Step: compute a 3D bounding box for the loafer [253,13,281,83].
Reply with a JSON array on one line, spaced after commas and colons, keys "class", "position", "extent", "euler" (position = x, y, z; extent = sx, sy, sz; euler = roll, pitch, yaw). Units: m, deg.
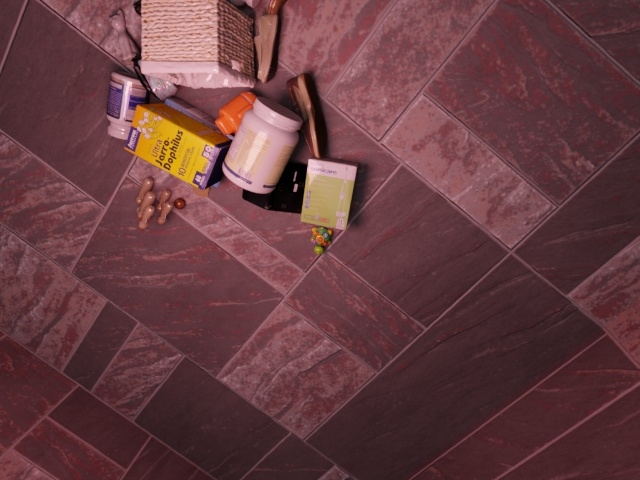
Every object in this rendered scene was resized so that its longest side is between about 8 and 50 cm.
[{"class": "loafer", "position": [-0.222, -0.774, 1.659], "extent": [0.092, 0.102, 0.268], "euler": [13, 102, 6]}]

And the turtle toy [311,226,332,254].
[{"class": "turtle toy", "position": [0.000, 0.000, 1.911], "extent": [0.095, 0.066, 0.130], "euler": [9, 111, 6]}]

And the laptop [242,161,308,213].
[{"class": "laptop", "position": [-0.204, -0.264, 1.880], "extent": [0.265, 0.136, 0.234], "euler": [5, 113, -20]}]

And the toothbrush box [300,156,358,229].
[{"class": "toothbrush box", "position": [0.040, -0.210, 1.800], "extent": [0.207, 0.122, 0.282], "euler": [10, 112, 6]}]

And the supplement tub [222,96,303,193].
[{"class": "supplement tub", "position": [-0.229, -0.377, 1.646], "extent": [0.236, 0.235, 0.324], "euler": [30, 113, -2]}]

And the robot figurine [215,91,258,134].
[{"class": "robot figurine", "position": [-0.331, -0.531, 1.714], "extent": [0.219, 0.158, 0.128], "euler": [-42, 78, -13]}]

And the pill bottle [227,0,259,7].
[{"class": "pill bottle", "position": [-0.354, -1.000, 1.569], "extent": [0.264, 0.146, 0.146], "euler": [30, 111, -2]}]

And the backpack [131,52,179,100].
[{"class": "backpack", "position": [-0.680, -0.682, 1.721], "extent": [0.115, 0.152, 0.181], "euler": [-28, 86, 14]}]

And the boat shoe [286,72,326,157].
[{"class": "boat shoe", "position": [-0.066, -0.510, 1.721], "extent": [0.123, 0.123, 0.341], "euler": [-6, 109, 26]}]

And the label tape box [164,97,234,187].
[{"class": "label tape box", "position": [-0.548, -0.432, 1.826], "extent": [0.348, 0.115, 0.249], "euler": [29, 112, -4]}]

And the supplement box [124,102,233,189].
[{"class": "supplement box", "position": [-0.564, -0.387, 1.680], "extent": [0.357, 0.195, 0.194], "euler": [28, 112, -2]}]

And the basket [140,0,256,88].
[{"class": "basket", "position": [-0.457, -0.740, 1.572], "extent": [0.332, 0.328, 0.265], "euler": [5, 102, 15]}]

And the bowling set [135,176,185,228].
[{"class": "bowling set", "position": [-0.753, -0.145, 1.933], "extent": [0.200, 0.286, 0.154], "euler": [19, 123, -34]}]

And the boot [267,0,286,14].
[{"class": "boot", "position": [-0.084, -0.964, 1.548], "extent": [0.115, 0.112, 0.305], "euler": [37, 100, -17]}]

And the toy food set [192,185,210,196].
[{"class": "toy food set", "position": [-0.561, -0.249, 1.940], "extent": [0.084, 0.020, 0.082], "euler": [24, 111, 1]}]

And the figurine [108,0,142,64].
[{"class": "figurine", "position": [-0.774, -0.879, 1.723], "extent": [0.215, 0.092, 0.209], "euler": [-17, 98, 16]}]

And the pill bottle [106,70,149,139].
[{"class": "pill bottle", "position": [-0.845, -0.585, 1.796], "extent": [0.153, 0.153, 0.264], "euler": [21, 111, 2]}]
